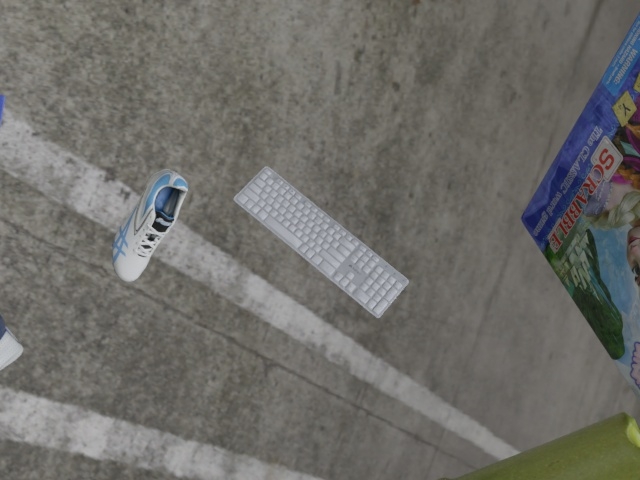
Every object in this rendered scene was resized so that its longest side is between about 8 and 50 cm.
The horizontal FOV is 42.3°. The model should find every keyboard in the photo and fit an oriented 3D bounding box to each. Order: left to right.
[{"bbox_3d":[0.000,0.000,1.123,0.072,0.256,0.014,-46,171,-28],"label":"keyboard"}]

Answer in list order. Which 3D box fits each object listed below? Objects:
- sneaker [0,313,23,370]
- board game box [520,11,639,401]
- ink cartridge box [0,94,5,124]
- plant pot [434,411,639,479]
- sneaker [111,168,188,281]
[{"bbox_3d":[-0.442,0.050,0.995,0.236,0.130,0.323,47,55,-54],"label":"sneaker"},{"bbox_3d":[0.362,-0.024,0.839,0.066,0.318,0.319,-4,137,-23],"label":"board game box"},{"bbox_3d":[-0.485,-0.164,0.842,0.311,0.186,0.065,13,120,-23],"label":"ink cartridge box"},{"bbox_3d":[0.245,0.309,0.818,0.254,0.276,0.276,-34,143,11],"label":"plant pot"},{"bbox_3d":[-0.330,-0.024,1.593,0.085,0.086,0.237,21,99,-39],"label":"sneaker"}]
